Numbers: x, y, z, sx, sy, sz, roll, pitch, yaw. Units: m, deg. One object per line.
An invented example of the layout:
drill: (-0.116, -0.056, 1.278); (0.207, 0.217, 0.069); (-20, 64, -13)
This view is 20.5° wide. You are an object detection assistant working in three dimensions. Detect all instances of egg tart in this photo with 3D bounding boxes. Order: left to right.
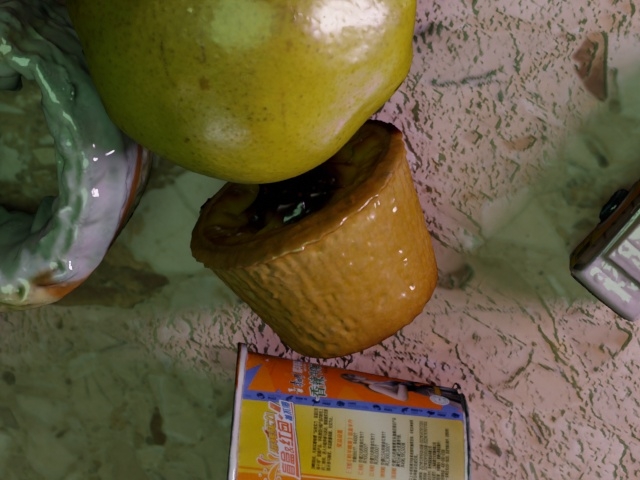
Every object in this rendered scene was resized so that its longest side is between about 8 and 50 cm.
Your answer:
egg tart: (0.000, 0.000, 1.579); (0.215, 0.215, 0.171); (-21, 116, 16)

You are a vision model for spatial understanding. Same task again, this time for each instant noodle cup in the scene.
instant noodle cup: (0.020, 0.239, 1.620); (0.214, 0.296, 0.296); (3, 109, -2)

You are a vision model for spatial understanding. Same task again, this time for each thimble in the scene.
thimble: (-0.287, -0.083, 1.614); (0.254, 0.167, 0.288); (15, 111, 3)

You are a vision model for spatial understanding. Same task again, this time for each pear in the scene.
pear: (-0.067, -0.190, 1.479); (0.294, 0.294, 0.294); (3, 108, 9)

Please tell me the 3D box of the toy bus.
toy bus: (0.327, -0.044, 1.550); (0.092, 0.106, 0.268); (40, 110, -3)
